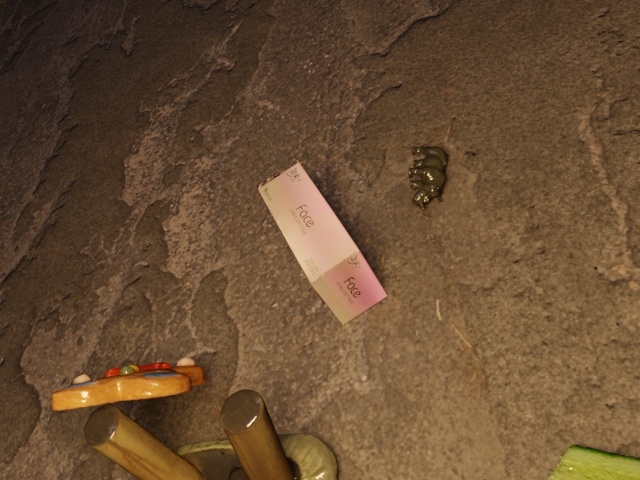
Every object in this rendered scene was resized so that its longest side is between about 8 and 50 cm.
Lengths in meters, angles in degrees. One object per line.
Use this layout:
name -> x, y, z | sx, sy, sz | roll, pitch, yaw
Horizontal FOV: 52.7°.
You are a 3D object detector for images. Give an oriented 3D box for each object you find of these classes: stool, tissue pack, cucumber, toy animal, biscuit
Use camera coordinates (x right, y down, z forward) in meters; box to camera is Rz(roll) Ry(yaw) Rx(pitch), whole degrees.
stool -> -0.161, 0.367, 0.814 | 0.310, 0.226, 0.311 | -13, 49, 22
tissue pack -> 0.000, 0.000, 1.067 | 0.092, 0.149, 0.246 | -34, 48, 1
cucumber -> 0.364, 0.293, 0.681 | 0.243, 0.063, 0.115 | 2, 25, 33
toy animal -> 0.184, -0.108, 1.114 | 0.064, 0.047, 0.136 | 0, 50, 19
biscuit -> -0.279, 0.211, 0.970 | 0.205, 0.324, 0.050 | -8, 80, -4

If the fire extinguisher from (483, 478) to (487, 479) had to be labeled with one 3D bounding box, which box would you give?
fire extinguisher -> 0.194, 0.386, 0.696 | 0.106, 0.075, 0.252 | 3, 57, 20
